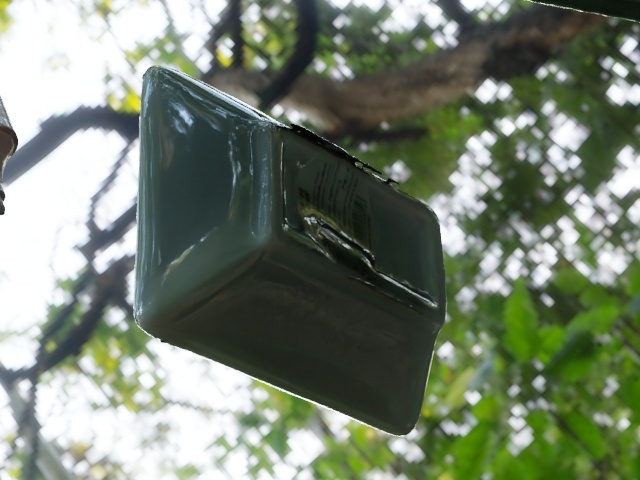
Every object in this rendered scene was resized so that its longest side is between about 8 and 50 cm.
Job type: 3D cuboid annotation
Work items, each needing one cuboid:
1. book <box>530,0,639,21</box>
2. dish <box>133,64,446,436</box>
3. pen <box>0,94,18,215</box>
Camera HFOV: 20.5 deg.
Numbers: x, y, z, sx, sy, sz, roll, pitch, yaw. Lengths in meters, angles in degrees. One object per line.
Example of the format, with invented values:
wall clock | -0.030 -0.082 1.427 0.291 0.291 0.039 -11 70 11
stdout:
book | 0.111 -0.200 0.789 0.283 0.025 0.215 7 -54 -30
dish | 0.000 0.000 1.084 0.080 0.182 0.243 -24 -35 36
pen | -0.222 -0.086 1.085 0.053 0.197 0.032 -24 -36 -2
